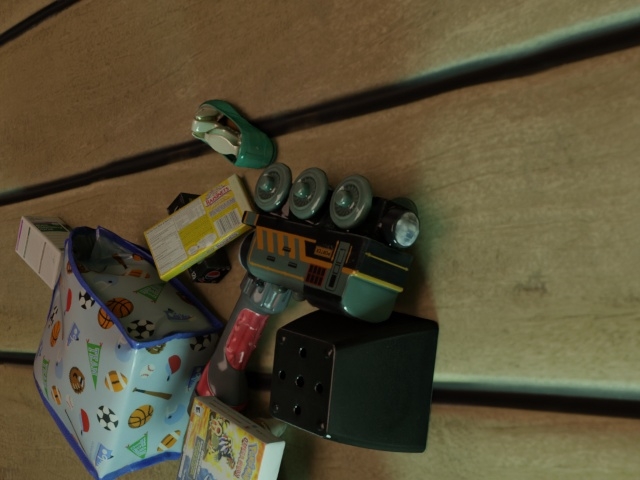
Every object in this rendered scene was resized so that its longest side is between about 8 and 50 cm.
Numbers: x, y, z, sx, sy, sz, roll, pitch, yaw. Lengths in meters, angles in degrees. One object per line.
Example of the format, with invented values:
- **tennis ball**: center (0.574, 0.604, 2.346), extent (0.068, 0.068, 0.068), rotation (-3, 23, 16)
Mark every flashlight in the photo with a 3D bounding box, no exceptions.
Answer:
- **flashlight**: center (-0.126, 0.177, 1.492), extent (0.103, 0.103, 0.304), rotation (-80, 15, -69)

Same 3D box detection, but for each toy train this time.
- **toy train**: center (0.000, 0.000, 1.295), extent (0.334, 0.142, 0.190), rotation (14, 83, 49)

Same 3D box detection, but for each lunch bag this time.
- **lunch bag**: center (-0.392, 0.195, 1.691), extent (0.385, 0.239, 0.328), rotation (37, 117, 36)

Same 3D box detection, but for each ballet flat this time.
- **ballet flat**: center (-0.176, -0.195, 1.569), extent (0.247, 0.087, 0.083), rotation (35, 114, 44)

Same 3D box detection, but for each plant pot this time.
- **plant pot**: center (0.033, 0.191, 1.253), extent (0.188, 0.167, 0.188), rotation (10, 95, 50)

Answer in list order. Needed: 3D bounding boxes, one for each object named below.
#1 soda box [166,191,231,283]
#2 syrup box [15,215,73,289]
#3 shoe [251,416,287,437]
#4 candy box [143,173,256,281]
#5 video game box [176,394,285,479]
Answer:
- **soda box**: center (-0.224, -0.005, 1.636), extent (0.053, 0.060, 0.169), rotation (-44, 57, 34)
- **syrup box**: center (-0.610, 0.025, 2.052), extent (0.237, 0.093, 0.096), rotation (33, 113, 45)
- **shoe**: center (-0.124, 0.363, 1.516), extent (0.076, 0.058, 0.219), rotation (51, 131, 13)
- **candy box**: center (-0.212, -0.023, 1.578), extent (0.206, 0.027, 0.105), rotation (-31, 59, 12)
- **video game box**: center (-0.152, 0.376, 1.414), extent (0.187, 0.048, 0.205), rotation (20, 100, 41)
